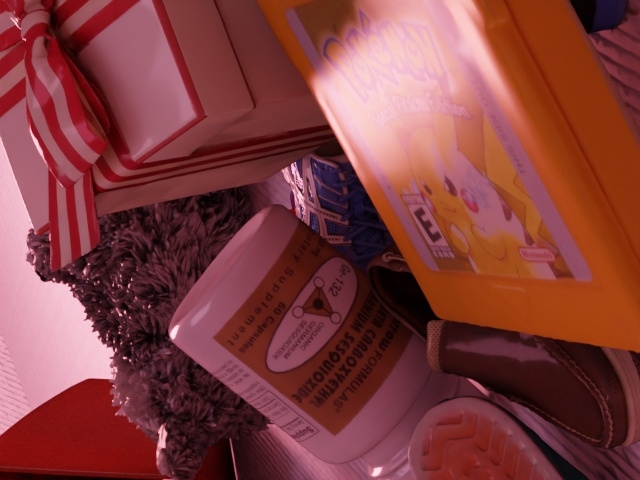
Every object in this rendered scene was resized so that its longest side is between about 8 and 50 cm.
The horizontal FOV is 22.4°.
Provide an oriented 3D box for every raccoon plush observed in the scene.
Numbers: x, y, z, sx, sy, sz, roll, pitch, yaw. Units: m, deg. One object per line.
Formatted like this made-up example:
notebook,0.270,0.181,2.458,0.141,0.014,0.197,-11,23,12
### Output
raccoon plush,-0.120,0.061,1.550,0.299,0.216,0.446,61,159,4

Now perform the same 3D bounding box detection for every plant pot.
plant pot,-0.221,0.301,1.875,0.236,0.267,0.267,-68,-25,-57

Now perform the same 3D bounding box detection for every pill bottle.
pill bottle,0.012,0.091,1.199,0.229,0.131,0.131,39,162,-9

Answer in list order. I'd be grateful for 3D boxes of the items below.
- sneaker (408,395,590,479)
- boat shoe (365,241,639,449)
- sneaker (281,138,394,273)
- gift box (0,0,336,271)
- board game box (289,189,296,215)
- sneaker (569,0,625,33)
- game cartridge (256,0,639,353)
sneaker,0.175,0.227,1.080,0.302,0.108,0.121,56,-169,8
boat shoe,0.115,0.070,1.079,0.257,0.095,0.095,41,144,54
sneaker,0.015,-0.030,1.270,0.211,0.080,0.081,66,163,9
gift box,-0.118,-0.141,1.149,0.276,0.258,0.255,-36,74,45
board game box,0.000,0.000,1.394,0.133,0.033,0.169,62,158,15
sneaker,0.082,-0.157,0.970,0.232,0.090,0.081,28,133,61
game cartridge,0.060,-0.090,0.892,0.324,0.052,0.285,58,163,-12
